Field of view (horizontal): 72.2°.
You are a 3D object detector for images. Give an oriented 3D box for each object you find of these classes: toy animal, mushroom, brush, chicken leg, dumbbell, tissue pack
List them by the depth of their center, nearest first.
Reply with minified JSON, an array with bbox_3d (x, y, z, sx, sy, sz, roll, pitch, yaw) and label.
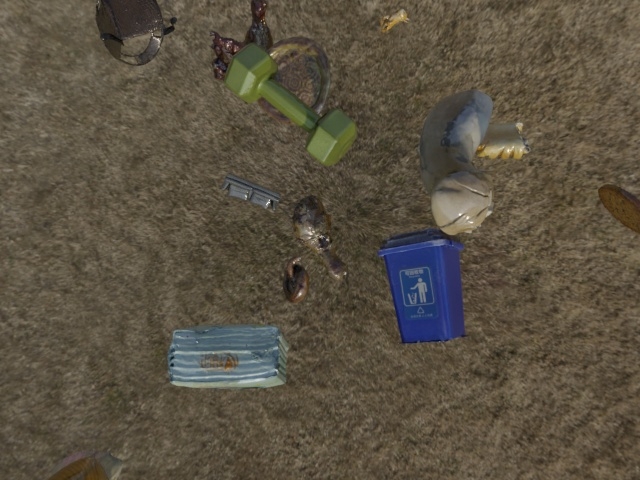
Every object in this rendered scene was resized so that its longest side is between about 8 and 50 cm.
[{"bbox_3d":[0.162,-0.099,0.531,0.092,0.223,0.081,-5,132,26],"label":"mushroom"},{"bbox_3d":[-0.061,-0.283,0.923,0.302,0.121,0.108,39,100,5],"label":"dumbbell"},{"bbox_3d":[-0.002,0.000,0.960,0.085,0.069,0.197,-32,100,-27],"label":"chicken leg"},{"bbox_3d":[-0.529,0.548,0.975,0.175,0.166,0.266,24,113,-14],"label":"brush"},{"bbox_3d":[-0.243,0.348,1.276,0.288,0.388,0.161,-3,70,-2],"label":"tissue pack"},{"bbox_3d":[-0.242,-0.611,1.377,0.323,0.177,0.082,-17,47,36],"label":"chicken leg"},{"bbox_3d":[0.235,-0.693,1.385,0.083,0.081,0.060,-24,72,-11],"label":"toy animal"},{"bbox_3d":[-0.084,0.134,1.548,0.080,0.135,0.170,-4,108,-33],"label":"mushroom"}]

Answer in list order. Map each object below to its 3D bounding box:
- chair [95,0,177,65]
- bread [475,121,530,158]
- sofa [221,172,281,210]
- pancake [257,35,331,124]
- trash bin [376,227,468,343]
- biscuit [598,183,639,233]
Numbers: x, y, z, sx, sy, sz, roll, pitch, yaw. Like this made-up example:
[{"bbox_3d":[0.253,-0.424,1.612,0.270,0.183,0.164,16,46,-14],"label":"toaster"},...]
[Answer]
[{"bbox_3d":[-0.400,-0.464,0.909,0.149,0.213,0.174,-27,107,-18],"label":"chair"},{"bbox_3d":[0.557,-0.308,1.360,0.178,0.084,0.119,4,64,16],"label":"bread"},{"bbox_3d":[-0.180,-0.121,1.134,0.147,0.085,0.060,21,96,-11],"label":"sofa"},{"bbox_3d":[-0.081,-0.455,1.264,0.250,0.031,0.249,5,105,20],"label":"pancake"},{"bbox_3d":[0.234,0.101,0.957,0.163,0.184,0.234,-13,78,33],"label":"trash bin"},{"bbox_3d":[0.891,-0.093,1.277,0.027,0.188,0.187,-40,90,10],"label":"biscuit"}]
